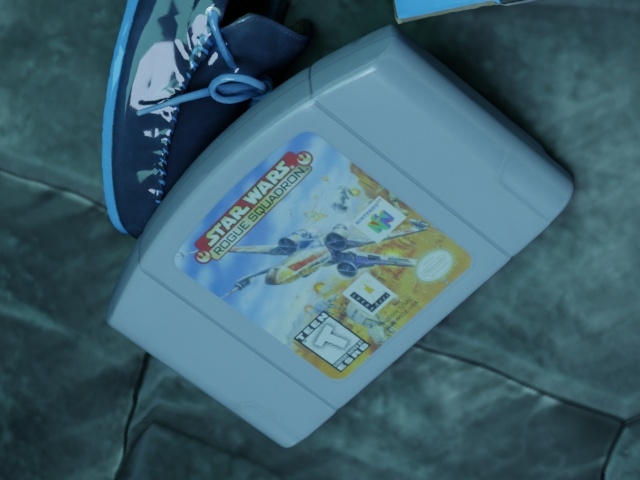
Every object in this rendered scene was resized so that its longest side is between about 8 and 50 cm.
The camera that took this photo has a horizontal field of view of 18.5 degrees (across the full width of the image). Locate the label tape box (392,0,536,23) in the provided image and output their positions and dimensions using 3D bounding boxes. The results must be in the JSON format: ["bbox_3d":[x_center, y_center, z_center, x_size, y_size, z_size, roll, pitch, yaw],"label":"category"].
[{"bbox_3d":[0.196,-0.284,1.233,0.334,0.106,0.240,-9,94,26],"label":"label tape box"}]

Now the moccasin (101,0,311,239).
[{"bbox_3d":[-0.064,-0.153,1.357,0.117,0.138,0.342,18,105,17],"label":"moccasin"}]

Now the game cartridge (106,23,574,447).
[{"bbox_3d":[0.000,0.000,1.342,0.198,0.062,0.297,35,116,-25],"label":"game cartridge"}]
